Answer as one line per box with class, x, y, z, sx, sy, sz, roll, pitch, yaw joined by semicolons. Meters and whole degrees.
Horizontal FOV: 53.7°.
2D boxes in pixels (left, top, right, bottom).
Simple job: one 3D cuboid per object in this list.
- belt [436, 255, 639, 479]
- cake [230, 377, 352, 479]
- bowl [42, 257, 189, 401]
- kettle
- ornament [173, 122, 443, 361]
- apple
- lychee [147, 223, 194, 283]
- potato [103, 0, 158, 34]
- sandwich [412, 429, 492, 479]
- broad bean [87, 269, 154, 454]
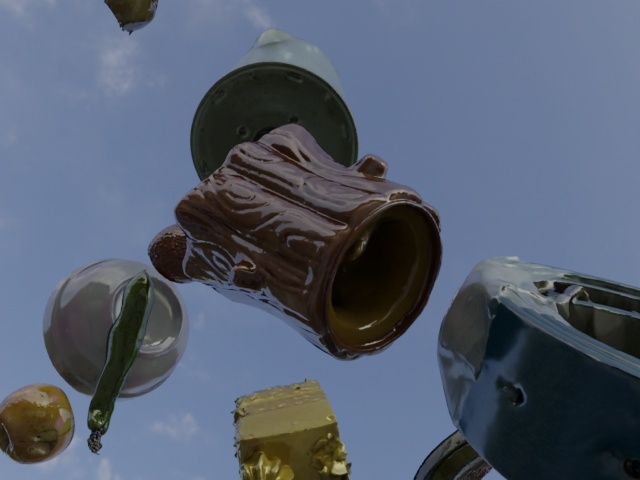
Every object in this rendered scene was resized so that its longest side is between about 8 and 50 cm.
belt;0.313;0.149;0.556;0.437;0.300;0.173;19;-75;38
cake;-0.064;0.460;1.311;0.228;0.286;0.222;-10;-74;-11
bowl;-0.373;0.160;1.233;0.144;0.287;0.287;-26;-66;41
kettle;-0.052;-0.170;1.122;0.250;0.376;0.361;-16;-65;8
ornament;0.000;0.000;0.676;0.235;0.218;0.221;25;-89;-45
apple;-0.511;0.326;1.122;0.147;0.146;0.146;0;-66;0
lychee;-0.223;0.024;1.073;0.140;0.101;0.114;26;-47;-36
potato;-0.256;-0.356;0.832;0.089;0.100;0.172;-26;-32;-3
sandwich;0.314;0.521;1.431;0.235;0.079;0.159;-32;-58;0
broad bean;-0.335;0.198;1.071;0.056;0.317;0.098;23;-26;-34
